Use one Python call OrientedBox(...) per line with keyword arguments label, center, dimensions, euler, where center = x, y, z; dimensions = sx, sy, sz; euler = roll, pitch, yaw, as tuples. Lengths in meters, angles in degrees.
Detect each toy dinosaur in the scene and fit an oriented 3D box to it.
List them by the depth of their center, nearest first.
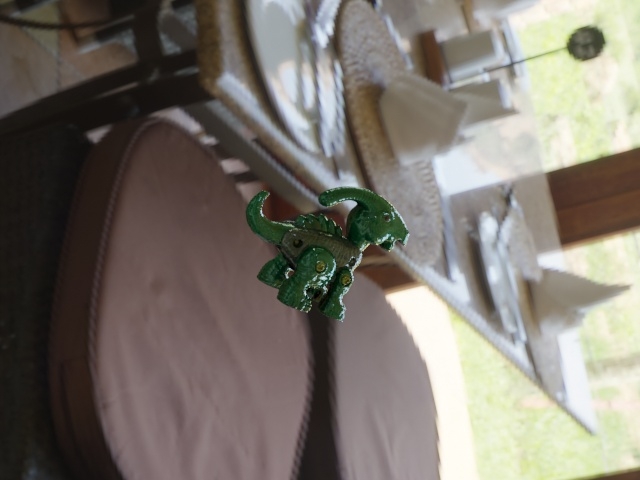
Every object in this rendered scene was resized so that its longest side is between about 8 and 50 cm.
OrientedBox(label="toy dinosaur", center=(0.000, 0.000, 0.801), dimensions=(0.132, 0.096, 0.059), euler=(22, 9, -33))
